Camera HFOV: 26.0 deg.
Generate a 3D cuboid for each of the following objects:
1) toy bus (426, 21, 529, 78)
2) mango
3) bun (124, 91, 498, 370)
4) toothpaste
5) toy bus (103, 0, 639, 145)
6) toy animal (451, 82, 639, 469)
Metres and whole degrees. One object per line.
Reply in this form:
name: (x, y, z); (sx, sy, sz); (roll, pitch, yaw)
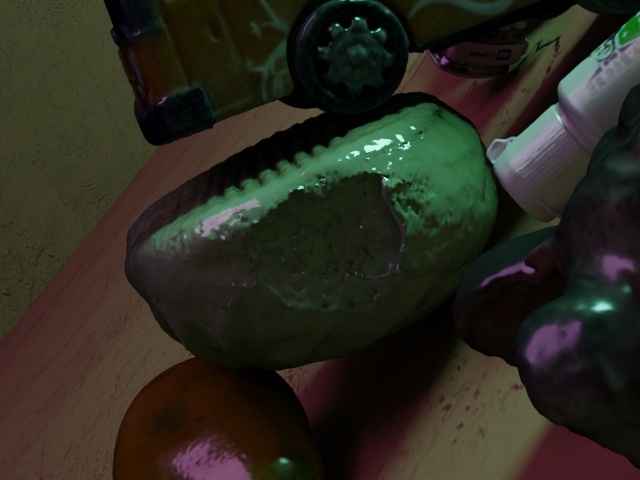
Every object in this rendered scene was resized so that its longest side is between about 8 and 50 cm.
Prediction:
toy bus: (0.088, -0.193, 0.960); (0.203, 0.063, 0.090); (-112, 29, -50)
mango: (-0.054, 0.118, 0.715); (0.111, 0.089, 0.163); (-48, 21, 8)
bun: (0.000, -0.001, 0.735); (0.221, 0.108, 0.221); (-23, 12, 5)
toothpaste: (0.199, -0.120, 0.579); (0.314, 0.056, 0.058); (-44, 55, 20)
toy bus: (0.033, -0.180, 0.737); (0.323, 0.194, 0.162); (-21, 11, -8)
toy animal: (0.153, -0.046, 0.400); (0.343, 0.106, 0.168); (-49, 13, 28)
